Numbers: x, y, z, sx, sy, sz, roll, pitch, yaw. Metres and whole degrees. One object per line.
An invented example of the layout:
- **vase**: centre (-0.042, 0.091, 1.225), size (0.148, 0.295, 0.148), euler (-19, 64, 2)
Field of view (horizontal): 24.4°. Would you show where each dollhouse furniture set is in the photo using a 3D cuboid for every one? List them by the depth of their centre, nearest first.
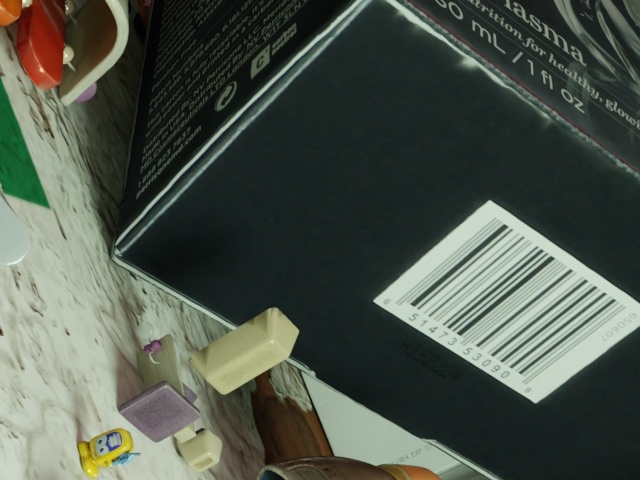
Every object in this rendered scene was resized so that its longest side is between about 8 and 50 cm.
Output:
- **dollhouse furniture set**: centre (-0.063, 0.074, 0.943), size (0.091, 0.114, 0.081), euler (48, 15, -43)

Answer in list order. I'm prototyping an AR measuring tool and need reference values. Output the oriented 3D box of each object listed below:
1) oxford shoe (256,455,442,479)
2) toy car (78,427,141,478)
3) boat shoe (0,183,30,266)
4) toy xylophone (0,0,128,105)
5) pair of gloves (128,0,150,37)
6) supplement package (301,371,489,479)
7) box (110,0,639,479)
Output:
- **oxford shoe**: centre (0.020, 0.300, 0.890), size (0.133, 0.130, 0.363), euler (15, 47, -29)
- **toy car**: centre (-0.116, 0.131, 0.767), size (0.060, 0.041, 0.122), euler (53, 16, -40)
- **boat shoe**: centre (-0.193, -0.031, 0.816), size (0.100, 0.035, 0.035), euler (57, -14, -11)
- **toy xylophone**: centre (-0.225, -0.257, 1.023), size (0.322, 0.081, 0.236), euler (57, 14, -27)
- **pair of gloves**: centre (-0.167, -0.200, 1.313), size (0.083, 0.010, 0.074), euler (46, 22, -46)
- **supplement package**: centre (0.101, 0.163, 1.369), size (0.133, 0.139, 0.244), euler (67, 12, 18)
- **box**: centre (0.121, -0.108, 1.197), size (0.480, 0.297, 0.471), euler (32, 32, -25)
